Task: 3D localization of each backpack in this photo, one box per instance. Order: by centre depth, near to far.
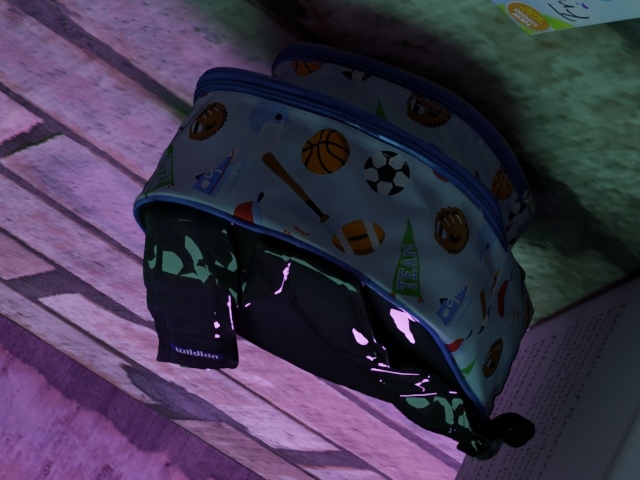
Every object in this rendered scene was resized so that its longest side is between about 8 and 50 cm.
[{"bbox_3d":[0.014,-0.004,1.079,0.277,0.213,0.263,15,167,20],"label":"backpack"}]

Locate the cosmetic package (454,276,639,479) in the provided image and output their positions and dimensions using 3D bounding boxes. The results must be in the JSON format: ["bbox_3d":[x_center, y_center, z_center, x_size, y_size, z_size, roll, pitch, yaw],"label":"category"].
[{"bbox_3d":[0.277,0.248,1.188,0.329,0.327,0.393,30,163,-5],"label":"cosmetic package"}]

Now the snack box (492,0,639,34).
[{"bbox_3d":[0.120,-0.147,0.794,0.100,0.037,0.141,39,160,-27],"label":"snack box"}]
